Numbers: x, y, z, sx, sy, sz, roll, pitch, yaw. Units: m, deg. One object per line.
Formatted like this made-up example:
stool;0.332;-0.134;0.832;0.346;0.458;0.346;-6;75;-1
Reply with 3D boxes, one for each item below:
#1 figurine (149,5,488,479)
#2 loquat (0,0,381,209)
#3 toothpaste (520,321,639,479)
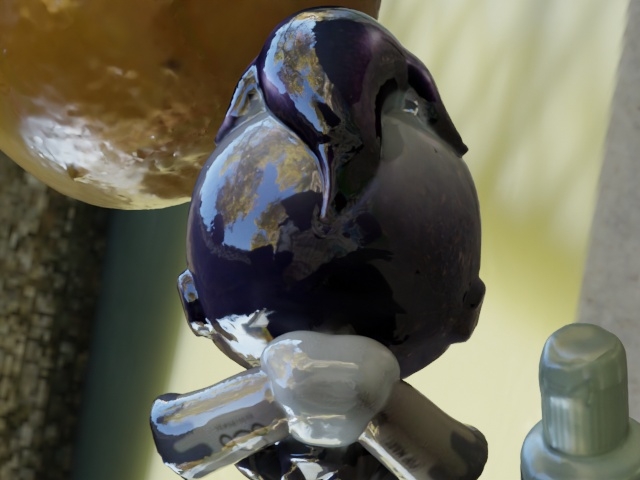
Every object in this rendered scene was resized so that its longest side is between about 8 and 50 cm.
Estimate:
figurine;0.000;0.000;0.647;0.145;0.145;0.222;130;150;-47
loquat;-0.117;-0.183;0.998;0.328;0.328;0.329;-42;42;54
toothpaste;0.083;0.118;0.440;0.037;0.062;0.216;38;144;51
